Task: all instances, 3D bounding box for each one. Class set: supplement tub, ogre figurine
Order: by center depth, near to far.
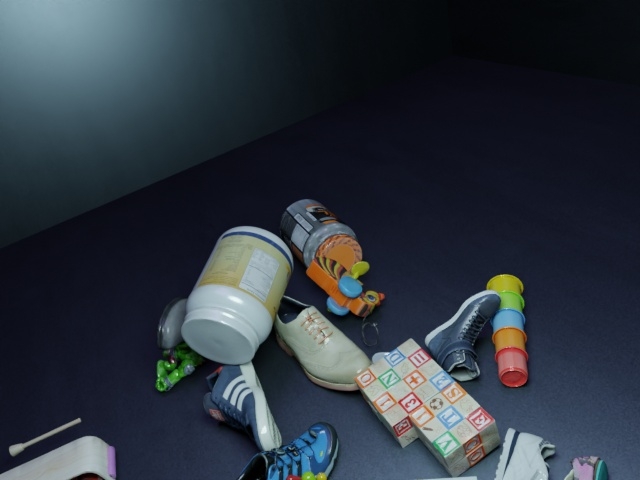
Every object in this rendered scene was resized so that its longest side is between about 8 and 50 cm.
[{"bbox_3d":[-0.216,0.142,1.497,0.228,0.228,0.316,-3,44,22],"label":"supplement tub"},{"bbox_3d":[-0.401,0.334,1.627,0.118,0.097,0.197,-19,17,19],"label":"ogre figurine"},{"bbox_3d":[0.000,0.000,1.876,0.193,0.193,0.316,-25,32,-14],"label":"supplement tub"}]

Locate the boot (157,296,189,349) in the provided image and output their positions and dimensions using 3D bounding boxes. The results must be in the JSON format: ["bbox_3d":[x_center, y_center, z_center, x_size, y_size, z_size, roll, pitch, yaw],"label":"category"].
[{"bbox_3d":[-0.299,0.224,1.622,0.223,0.118,0.338,11,21,13],"label":"boot"}]

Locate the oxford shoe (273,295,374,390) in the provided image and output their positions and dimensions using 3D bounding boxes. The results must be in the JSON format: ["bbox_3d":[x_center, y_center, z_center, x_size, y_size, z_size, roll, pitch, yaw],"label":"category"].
[{"bbox_3d":[-0.014,0.263,1.496,0.140,0.146,0.397,-35,34,-28],"label":"oxford shoe"}]

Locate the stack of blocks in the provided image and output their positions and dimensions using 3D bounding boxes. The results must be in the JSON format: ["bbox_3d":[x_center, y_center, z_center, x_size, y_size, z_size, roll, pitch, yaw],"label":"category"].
[{"bbox_3d":[0.226,0.370,1.252,0.171,0.087,0.297,-33,36,-11],"label":"stack of blocks"}]

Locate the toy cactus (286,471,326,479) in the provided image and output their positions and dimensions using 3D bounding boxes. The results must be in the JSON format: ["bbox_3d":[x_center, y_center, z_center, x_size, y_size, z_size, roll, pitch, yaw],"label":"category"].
[{"bbox_3d":[0.030,0.533,1.086,0.180,0.112,0.219,-7,34,-17],"label":"toy cactus"}]

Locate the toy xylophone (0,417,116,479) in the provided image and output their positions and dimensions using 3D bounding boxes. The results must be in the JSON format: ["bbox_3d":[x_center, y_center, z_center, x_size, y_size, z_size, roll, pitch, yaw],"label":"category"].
[{"bbox_3d":[-0.660,0.568,1.383,0.323,0.081,0.236,-19,31,-3],"label":"toy xylophone"}]

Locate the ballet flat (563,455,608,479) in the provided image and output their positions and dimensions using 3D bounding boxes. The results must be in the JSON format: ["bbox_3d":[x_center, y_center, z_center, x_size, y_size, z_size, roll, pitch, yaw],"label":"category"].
[{"bbox_3d":[0.464,0.478,1.010,0.079,0.077,0.221,-18,20,35],"label":"ballet flat"}]

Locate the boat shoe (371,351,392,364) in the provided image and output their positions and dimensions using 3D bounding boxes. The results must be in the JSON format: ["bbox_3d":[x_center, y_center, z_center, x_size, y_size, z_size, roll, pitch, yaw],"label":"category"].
[{"bbox_3d":[0.202,0.301,1.437,0.142,0.049,0.040,1,-9,13],"label":"boat shoe"}]

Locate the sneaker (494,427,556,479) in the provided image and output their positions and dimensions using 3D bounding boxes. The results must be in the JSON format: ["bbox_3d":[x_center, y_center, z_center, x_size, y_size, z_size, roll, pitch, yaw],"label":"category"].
[{"bbox_3d":[0.377,0.459,1.065,0.095,0.090,0.235,12,41,24],"label":"sneaker"}]

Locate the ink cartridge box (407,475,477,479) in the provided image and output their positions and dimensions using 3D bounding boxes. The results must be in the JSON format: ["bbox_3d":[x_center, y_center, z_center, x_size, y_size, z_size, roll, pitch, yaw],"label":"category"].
[{"bbox_3d":[0.203,0.515,1.009,0.176,0.127,0.128,-10,32,13],"label":"ink cartridge box"}]

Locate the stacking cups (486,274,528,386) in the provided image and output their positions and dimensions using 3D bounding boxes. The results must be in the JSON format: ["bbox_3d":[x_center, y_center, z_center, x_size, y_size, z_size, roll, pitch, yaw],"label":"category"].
[{"bbox_3d":[0.463,0.224,1.409,0.096,0.096,0.316,-5,37,19],"label":"stacking cups"}]

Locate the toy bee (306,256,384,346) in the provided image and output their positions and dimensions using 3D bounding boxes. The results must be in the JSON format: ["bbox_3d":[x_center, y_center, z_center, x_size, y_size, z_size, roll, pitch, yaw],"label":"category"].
[{"bbox_3d":[0.096,0.165,1.632,0.162,0.298,0.195,-10,-20,-47],"label":"toy bee"}]

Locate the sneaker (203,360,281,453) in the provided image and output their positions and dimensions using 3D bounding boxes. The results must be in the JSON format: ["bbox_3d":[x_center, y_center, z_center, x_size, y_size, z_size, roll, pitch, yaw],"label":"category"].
[{"bbox_3d":[-0.200,0.413,1.377,0.148,0.131,0.350,-21,21,-11],"label":"sneaker"}]

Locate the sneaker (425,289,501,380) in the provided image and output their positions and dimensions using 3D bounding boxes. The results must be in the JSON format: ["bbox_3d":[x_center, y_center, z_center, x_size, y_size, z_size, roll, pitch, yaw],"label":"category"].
[{"bbox_3d":[0.367,0.235,1.366,0.226,0.086,0.163,-46,23,15],"label":"sneaker"}]

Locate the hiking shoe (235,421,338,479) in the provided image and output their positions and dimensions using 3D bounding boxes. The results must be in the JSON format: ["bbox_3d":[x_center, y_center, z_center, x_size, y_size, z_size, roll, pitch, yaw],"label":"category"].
[{"bbox_3d":[-0.076,0.482,1.191,0.113,0.132,0.304,16,43,42],"label":"hiking shoe"}]
